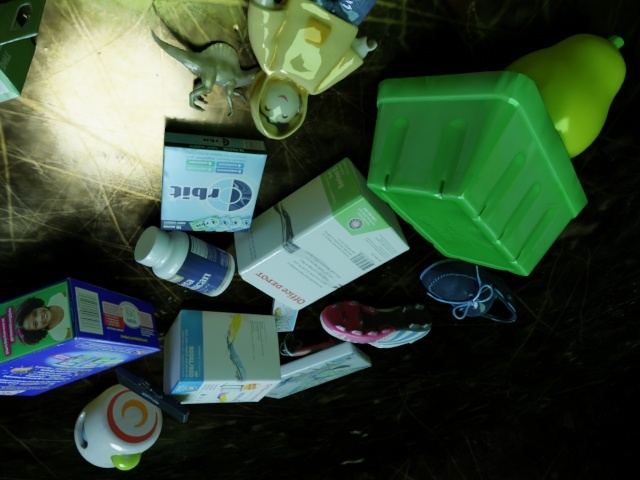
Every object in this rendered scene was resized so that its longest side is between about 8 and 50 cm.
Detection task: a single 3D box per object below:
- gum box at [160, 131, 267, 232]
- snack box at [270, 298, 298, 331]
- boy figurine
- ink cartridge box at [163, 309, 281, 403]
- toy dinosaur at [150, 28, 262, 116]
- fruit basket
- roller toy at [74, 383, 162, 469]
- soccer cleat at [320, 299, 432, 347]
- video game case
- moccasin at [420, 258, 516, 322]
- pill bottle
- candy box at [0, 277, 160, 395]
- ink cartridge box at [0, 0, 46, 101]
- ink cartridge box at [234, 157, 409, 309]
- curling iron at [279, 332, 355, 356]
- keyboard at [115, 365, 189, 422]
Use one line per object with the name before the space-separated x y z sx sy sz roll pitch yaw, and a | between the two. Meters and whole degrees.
gum box | -0.186 -0.091 0.787 0.157 0.041 0.184 1 138 -20
snack box | -0.088 0.172 1.147 0.064 0.022 0.178 -2 139 -15
boy figurine | -0.017 -0.258 0.585 0.177 0.092 0.285 20 119 -36
ink cartridge box | -0.233 0.278 1.093 0.233 0.168 0.171 8 144 -27
toy dinosaur | -0.154 -0.229 0.640 0.183 0.053 0.092 6 122 -35
fruit basket | 0.293 -0.167 0.749 0.392 0.283 0.391 -14 110 -41
roller toy | -0.541 0.494 1.248 0.146 0.209 0.191 -38 101 25
soccer cleat | 0.142 0.238 1.229 0.331 0.116 0.143 5 137 -24
video game case | -0.031 0.389 1.362 0.329 0.036 0.300 -22 154 7
moccasin | 0.406 0.134 1.194 0.342 0.116 0.137 14 132 -32
pill bottle | -0.254 0.037 0.874 0.094 0.094 0.169 -37 136 24
candy box | -0.530 0.201 0.906 0.317 0.122 0.268 -21 159 5
ink cartridge box | -0.395 -0.204 0.527 0.209 0.109 0.062 -17 141 0
ink cartridge box | 0.000 0.000 0.899 0.273 0.114 0.198 -31 138 17
curling iron | 0.016 0.281 1.290 0.274 0.068 0.035 -1 137 -26
keyboard | -0.363 0.329 1.005 0.180 0.023 0.108 29 143 4
